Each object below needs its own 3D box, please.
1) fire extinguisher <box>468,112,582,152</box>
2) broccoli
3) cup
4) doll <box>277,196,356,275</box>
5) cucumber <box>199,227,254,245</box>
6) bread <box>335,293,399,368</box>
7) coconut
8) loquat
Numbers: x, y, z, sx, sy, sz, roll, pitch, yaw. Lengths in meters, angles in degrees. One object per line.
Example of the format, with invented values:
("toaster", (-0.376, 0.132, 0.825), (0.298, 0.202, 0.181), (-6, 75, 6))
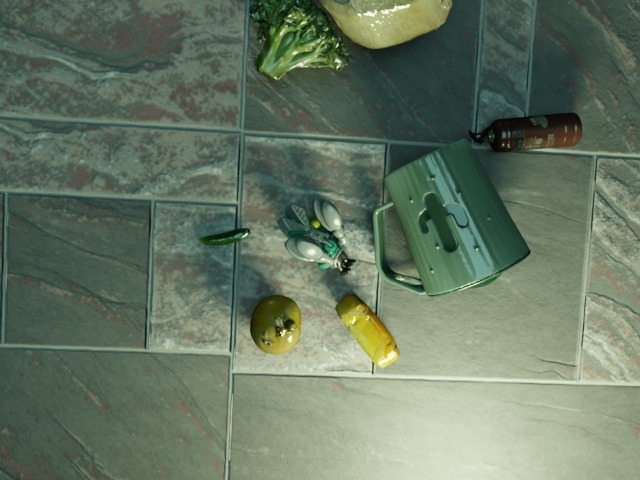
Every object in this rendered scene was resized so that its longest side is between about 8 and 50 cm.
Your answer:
("fire extinguisher", (0.596, -0.322, 1.847), (0.344, 0.138, 0.102), (-5, 79, -5))
("broccoli", (-0.077, -0.550, 1.745), (0.245, 0.248, 0.288), (-49, 52, 6))
("cup", (0.337, -0.040, 1.770), (0.400, 0.310, 0.392), (-25, 90, -4))
("doll", (0.003, -0.018, 1.829), (0.258, 0.153, 0.195), (16, 63, -29))
("cucumber", (-0.276, -0.008, 1.855), (0.167, 0.039, 0.039), (-12, 95, -1))
("bread", (0.147, 0.268, 1.874), (0.094, 0.102, 0.245), (-37, 94, 6))
("coconut", (0.185, -0.711, 1.693), (0.404, 0.404, 0.405), (0, 94, -4))
("loquat", (-0.124, 0.244, 1.807), (0.149, 0.204, 0.172), (18, 80, -23))
